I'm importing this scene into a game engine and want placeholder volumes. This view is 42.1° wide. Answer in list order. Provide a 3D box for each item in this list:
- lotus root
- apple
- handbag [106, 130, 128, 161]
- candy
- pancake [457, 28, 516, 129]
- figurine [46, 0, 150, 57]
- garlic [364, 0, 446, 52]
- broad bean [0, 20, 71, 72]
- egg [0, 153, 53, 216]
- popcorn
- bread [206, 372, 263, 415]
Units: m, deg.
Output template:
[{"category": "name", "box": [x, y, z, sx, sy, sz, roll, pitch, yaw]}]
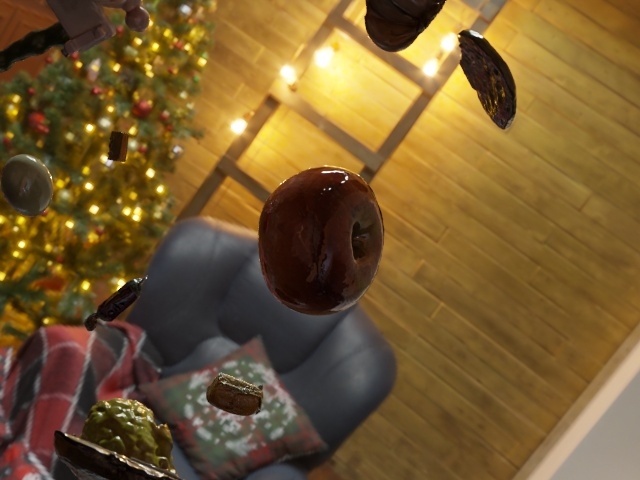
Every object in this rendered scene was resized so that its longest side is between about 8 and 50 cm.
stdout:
[{"category": "lotus root", "box": [-0.351, 0.438, 1.524, 0.329, 0.078, 0.167, 14, -15, 25]}, {"category": "apple", "box": [0.000, 0.000, 1.545, 0.206, 0.272, 0.251, 1, 16, 36]}, {"category": "handbag", "box": [-0.562, -0.261, 2.308, 0.061, 0.083, 0.027, 8, 2, 40]}, {"category": "candy", "box": [-0.448, 0.138, 1.843, 0.045, 0.175, 0.043, 38, -14, 51]}, {"category": "pancake", "box": [0.349, -0.336, 1.728, 0.222, 0.042, 0.236, 55, -6, 46]}, {"category": "figurine", "box": [-0.313, -0.379, 1.194, 0.182, 0.144, 0.257, 41, 29, -15]}, {"category": "garlic", "box": [0.183, -0.536, 1.851, 0.207, 0.207, 0.256, 39, 11, 20]}, {"category": "broad bean", "box": [-0.545, -0.362, 1.563, 0.052, 0.256, 0.052, -17, 92, -64]}, {"category": "egg", "box": [-0.674, -0.125, 1.913, 0.114, 0.152, 0.114, -3, 35, 2]}, {"category": "popcorn", "box": [-0.421, 0.473, 1.830, 0.251, 0.206, 0.237, 32, 1, 3]}, {"category": "bread", "box": [-0.162, 0.299, 1.580, 0.105, 0.072, 0.053, 26, 39, -17]}]
